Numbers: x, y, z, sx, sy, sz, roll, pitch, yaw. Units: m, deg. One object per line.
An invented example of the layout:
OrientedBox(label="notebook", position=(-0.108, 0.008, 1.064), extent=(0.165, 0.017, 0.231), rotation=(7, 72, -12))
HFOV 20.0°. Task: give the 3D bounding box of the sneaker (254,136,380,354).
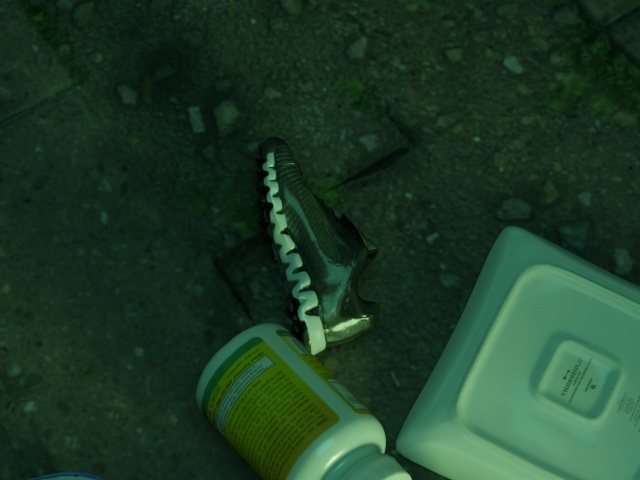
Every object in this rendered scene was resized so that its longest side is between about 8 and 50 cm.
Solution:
OrientedBox(label="sneaker", position=(0.000, 0.000, 1.838), extent=(0.106, 0.078, 0.234), rotation=(-12, 71, -10))

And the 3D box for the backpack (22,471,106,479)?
OrientedBox(label="backpack", position=(-0.241, 0.345, 1.621), extent=(0.276, 0.213, 0.263), rotation=(-18, 58, -6))

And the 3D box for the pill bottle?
OrientedBox(label="pill bottle", position=(-0.013, 0.184, 1.713), extent=(0.117, 0.118, 0.208), rotation=(-38, 60, -16))

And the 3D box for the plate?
OrientedBox(label="plate", position=(0.254, 0.145, 1.798), extent=(0.278, 0.045, 0.277), rotation=(26, 68, 9))
